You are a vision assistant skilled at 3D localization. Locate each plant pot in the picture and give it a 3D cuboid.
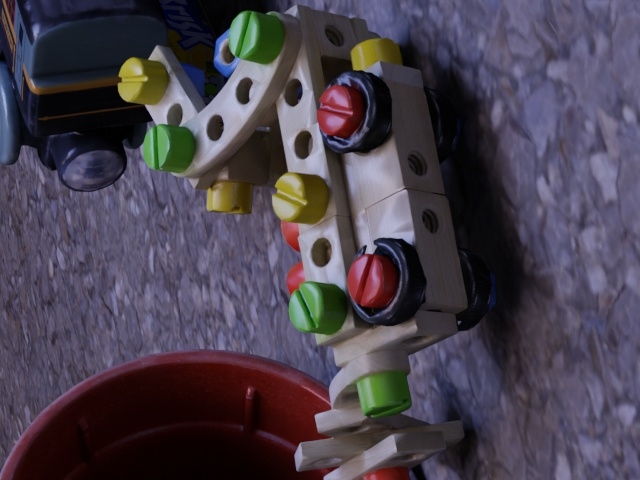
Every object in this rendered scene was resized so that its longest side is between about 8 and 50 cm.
[{"bbox_3d":[-0.084,0.264,1.324,0.265,0.272,0.272,93,157,-50],"label":"plant pot"}]

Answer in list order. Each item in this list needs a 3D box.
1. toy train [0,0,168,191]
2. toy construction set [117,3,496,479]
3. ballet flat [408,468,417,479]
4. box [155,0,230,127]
[{"bbox_3d":[-0.201,-0.202,1.390,0.190,0.142,0.334,108,149,-51],"label":"toy train"},{"bbox_3d":[0.000,0.000,1.115,0.215,0.151,0.328,-28,79,42],"label":"toy construction set"},{"bbox_3d":[0.042,0.153,1.223,0.041,0.041,0.114,105,149,-46],"label":"ballet flat"},{"bbox_3d":[-0.112,-0.139,1.468,0.054,0.059,0.169,108,146,-46],"label":"box"}]
